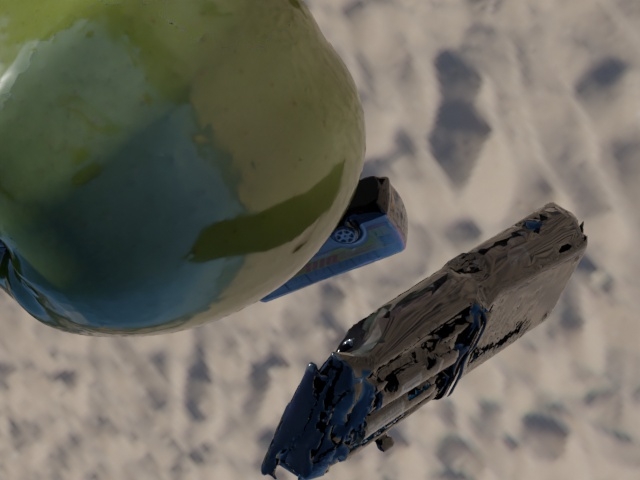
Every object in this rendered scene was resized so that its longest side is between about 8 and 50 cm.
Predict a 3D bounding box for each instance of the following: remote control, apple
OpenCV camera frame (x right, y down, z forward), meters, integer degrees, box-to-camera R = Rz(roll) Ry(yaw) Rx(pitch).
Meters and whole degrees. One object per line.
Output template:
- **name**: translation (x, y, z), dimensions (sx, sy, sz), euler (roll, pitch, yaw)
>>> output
- **remote control**: translation (0.098, 0.073, 1.372), dimensions (0.062, 0.399, 0.144), euler (36, 123, 19)
- **apple**: translation (-0.148, -0.089, 1.434), dimensions (0.357, 0.357, 0.357), euler (40, 153, 26)

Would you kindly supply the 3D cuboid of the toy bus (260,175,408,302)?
- **toy bus**: translation (0.000, 0.000, 1.618), dimensions (0.172, 0.057, 0.072), euler (-21, 132, 24)
